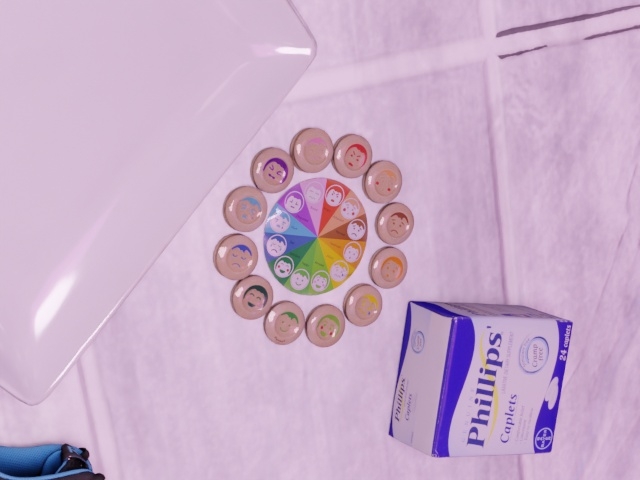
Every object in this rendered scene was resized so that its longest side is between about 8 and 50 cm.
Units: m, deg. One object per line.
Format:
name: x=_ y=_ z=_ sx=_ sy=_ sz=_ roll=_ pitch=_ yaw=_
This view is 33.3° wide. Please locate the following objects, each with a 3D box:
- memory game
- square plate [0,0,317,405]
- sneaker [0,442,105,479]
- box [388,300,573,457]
memory game: x=0.000 y=0.000 z=0.874 sx=0.186 sy=0.012 sz=0.186 roll=-6 pitch=103 yaw=-29
square plate: x=-0.189 y=-0.124 z=0.676 sx=0.347 sy=0.049 sz=0.344 roll=-54 pitch=132 yaw=-19
sneaker: x=-0.171 y=0.229 z=0.758 sx=0.341 sy=0.125 sz=0.139 roll=38 pitch=76 yaw=-33
box: x=0.142 y=0.122 z=0.947 sx=0.137 sy=0.072 sz=0.126 roll=4 pitch=98 yaw=-30
